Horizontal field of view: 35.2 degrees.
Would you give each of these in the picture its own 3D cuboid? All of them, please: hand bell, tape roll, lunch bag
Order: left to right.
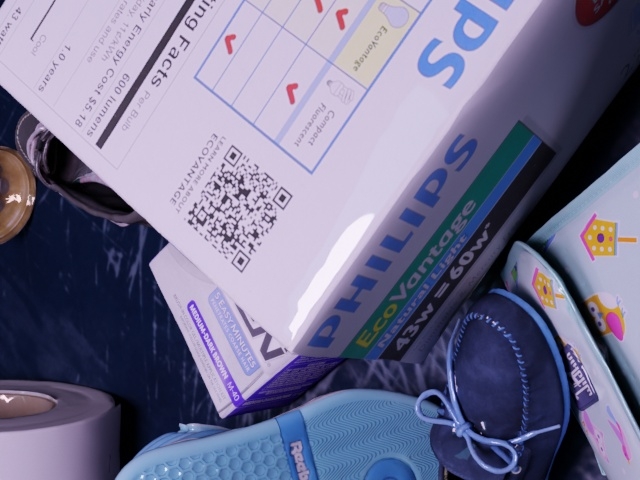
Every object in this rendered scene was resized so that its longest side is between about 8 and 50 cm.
[{"bbox_3d":[-0.497,-0.080,1.308,0.242,0.126,0.126,15,100,32],"label":"hand bell"},{"bbox_3d":[-0.371,0.230,1.130,0.286,0.286,0.100,4,93,39],"label":"tape roll"},{"bbox_3d":[0.254,0.057,0.708,0.262,0.160,0.223,-43,68,45],"label":"lunch bag"}]

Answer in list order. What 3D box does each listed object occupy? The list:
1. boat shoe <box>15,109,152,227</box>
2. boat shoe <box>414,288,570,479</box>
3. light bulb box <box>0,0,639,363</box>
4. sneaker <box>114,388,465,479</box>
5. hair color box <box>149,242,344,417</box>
[{"bbox_3d":[-0.266,-0.096,1.155,0.335,0.095,0.112,24,106,36],"label":"boat shoe"},{"bbox_3d":[0.133,0.158,0.777,0.109,0.089,0.258,32,141,45],"label":"boat shoe"},{"bbox_3d":[0.007,-0.157,0.731,0.361,0.225,0.358,40,101,26],"label":"light bulb box"},{"bbox_3d":[-0.039,0.206,0.921,0.208,0.318,0.127,150,114,-73],"label":"sneaker"},{"bbox_3d":[0.000,0.000,0.940,0.339,0.110,0.185,-42,65,30],"label":"hair color box"}]
